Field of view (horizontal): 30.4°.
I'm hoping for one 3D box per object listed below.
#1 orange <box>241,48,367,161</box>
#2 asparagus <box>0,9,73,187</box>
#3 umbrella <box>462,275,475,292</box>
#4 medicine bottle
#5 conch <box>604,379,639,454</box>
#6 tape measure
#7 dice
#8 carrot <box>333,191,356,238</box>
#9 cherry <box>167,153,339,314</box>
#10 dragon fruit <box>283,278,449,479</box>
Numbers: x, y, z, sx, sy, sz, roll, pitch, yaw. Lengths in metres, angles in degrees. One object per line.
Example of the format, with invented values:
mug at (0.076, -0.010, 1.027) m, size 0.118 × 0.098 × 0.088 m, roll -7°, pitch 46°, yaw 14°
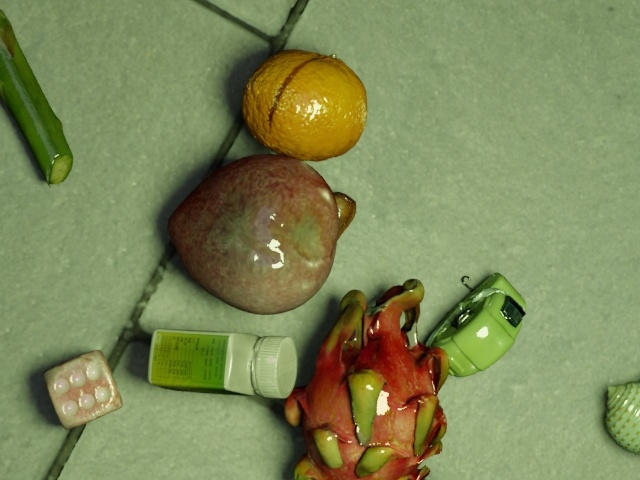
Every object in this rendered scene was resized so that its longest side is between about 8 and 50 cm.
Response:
orange at (-0.021, -0.204, 1.748) m, size 0.193 × 0.193 × 0.161 m, roll 12°, pitch 107°, yaw -8°
asparagus at (-0.441, -0.214, 1.750) m, size 0.067 × 0.060 × 0.278 m, roll -29°, pitch 90°, yaw -21°
umbrella at (0.266, 0.102, 1.854) m, size 0.122 × 0.013 × 0.022 m, roll 44°, pitch 58°, yaw -1°
medicine bottle at (-0.135, 0.176, 1.685) m, size 0.188 × 0.132 × 0.088 m, roll 2°, pitch 78°, yaw 19°
conch at (0.506, 0.274, 1.831) m, size 0.153 × 0.102 × 0.135 m, roll 50°, pitch 60°, yaw -23°
tape measure at (0.234, 0.135, 1.773) m, size 0.177 × 0.154 × 0.087 m, roll -44°, pitch 101°, yaw 3°
dice at (-0.343, 0.215, 1.701) m, size 0.093 × 0.091 × 0.094 m, roll -23°, pitch 89°, yaw -11°
carrot at (0.000, 0.000, 1.805) m, size 0.055 × 0.055 × 0.161 m, roll 31°, pitch 87°, yaw -5°
cherry at (-0.092, -0.009, 1.718) m, size 0.206 × 0.239 × 0.239 m, roll 6°, pitch 82°, yaw -40°
dragon fruit at (0.073, 0.224, 1.714) m, size 0.227 × 0.243 × 0.307 m, roll 10°, pitch 48°, yaw 16°
